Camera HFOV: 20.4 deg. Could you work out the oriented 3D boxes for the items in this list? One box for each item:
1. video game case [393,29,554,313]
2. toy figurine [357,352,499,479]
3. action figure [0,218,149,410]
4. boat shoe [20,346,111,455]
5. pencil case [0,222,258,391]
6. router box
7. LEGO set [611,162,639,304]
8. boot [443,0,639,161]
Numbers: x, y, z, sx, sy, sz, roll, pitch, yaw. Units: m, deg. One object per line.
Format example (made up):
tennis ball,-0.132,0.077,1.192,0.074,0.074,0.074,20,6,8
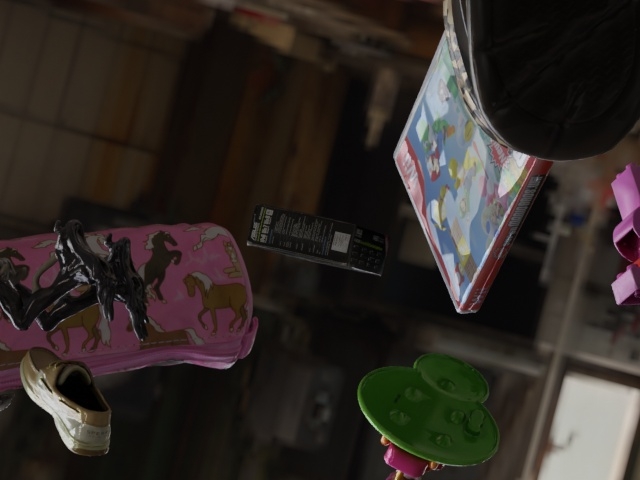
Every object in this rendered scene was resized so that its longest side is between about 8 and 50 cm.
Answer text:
video game case,0.145,-0.099,1.619,0.025,0.285,0.204,-4,-128,-22
toy figurine,0.074,0.203,1.570,0.130,0.159,0.173,26,-152,8
action figure,-0.292,0.067,1.465,0.275,0.141,0.164,-10,167,12
boat shoe,-0.205,0.122,1.461,0.050,0.045,0.135,0,-150,-38
pencil case,-0.253,0.074,1.764,0.386,0.167,0.160,-9,180,-31
router box,0.000,0.000,1.536,0.092,0.038,0.122,11,178,17
LEGO set,0.252,-0.032,0.893,0.227,0.093,0.087,-1,153,-25
boot,0.145,-0.229,1.104,0.138,0.377,0.284,0,179,3
